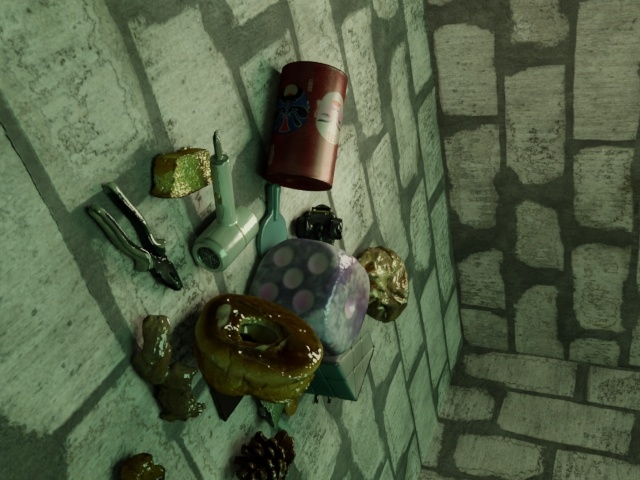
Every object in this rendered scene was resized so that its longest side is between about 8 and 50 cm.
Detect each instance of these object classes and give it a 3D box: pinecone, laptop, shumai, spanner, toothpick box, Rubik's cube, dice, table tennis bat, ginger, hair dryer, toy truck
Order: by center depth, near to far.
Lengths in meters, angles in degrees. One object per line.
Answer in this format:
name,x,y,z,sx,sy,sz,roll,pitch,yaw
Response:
spanner,-0.387,0.012,1.334,0.325,0.040,0.096,62,40,-45
ginger,-0.347,0.301,1.398,0.084,0.122,0.290,-103,179,-63
hair dryer,-0.242,-0.104,1.474,0.173,0.107,0.357,-55,152,-46
laptop,-0.237,0.379,1.714,0.207,0.026,0.154,-52,136,-49
pinecone,-0.162,0.635,1.752,0.195,0.150,0.179,-30,150,-60
dice,-0.029,0.168,1.795,0.270,0.271,0.270,53,54,-53
toothpick box,-0.040,-0.328,1.796,0.204,0.204,0.333,21,74,-62
table tennis bat,-0.140,-0.048,1.825,0.153,0.040,0.244,-22,117,-60
Rubik's cube,0.022,0.362,1.999,0.221,0.224,0.231,-66,146,-37
toy truck,0.000,0.000,2.016,0.165,0.147,0.224,-73,164,-75
shumai,0.169,0.151,2.364,0.262,0.267,0.314,11,53,-34

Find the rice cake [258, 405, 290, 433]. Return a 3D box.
rice cake,-0.143,0.563,1.916,0.208,0.033,0.033,58,37,-50

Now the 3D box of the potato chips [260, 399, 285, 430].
potato chips,-0.134,0.446,1.860,0.167,0.059,0.228,-38,119,-43

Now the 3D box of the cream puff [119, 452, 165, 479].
cream puff,-0.398,0.527,1.345,0.116,0.094,0.122,-52,161,-43

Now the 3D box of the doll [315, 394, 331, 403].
doll,0.016,0.499,2.206,0.139,0.057,0.165,-37,121,-53

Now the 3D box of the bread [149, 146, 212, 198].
bread,-0.318,-0.158,1.426,0.187,0.065,0.103,-28,125,-58

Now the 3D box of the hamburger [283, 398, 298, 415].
hamburger,-0.102,0.525,1.982,0.083,0.044,0.076,66,39,-48

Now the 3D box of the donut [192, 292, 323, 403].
donut,-0.166,0.273,1.510,0.330,0.330,0.160,-21,136,-61
